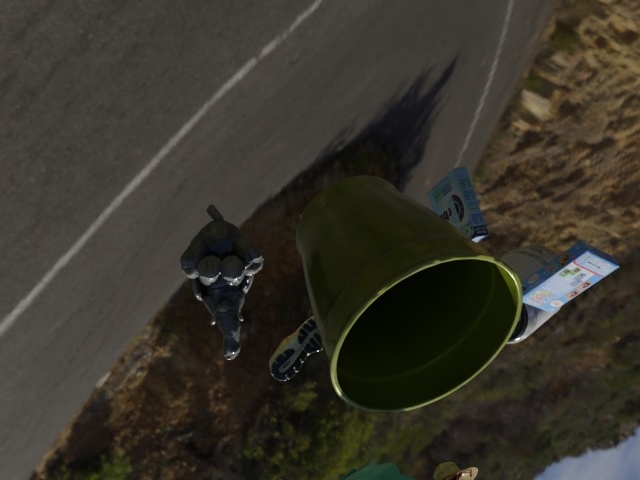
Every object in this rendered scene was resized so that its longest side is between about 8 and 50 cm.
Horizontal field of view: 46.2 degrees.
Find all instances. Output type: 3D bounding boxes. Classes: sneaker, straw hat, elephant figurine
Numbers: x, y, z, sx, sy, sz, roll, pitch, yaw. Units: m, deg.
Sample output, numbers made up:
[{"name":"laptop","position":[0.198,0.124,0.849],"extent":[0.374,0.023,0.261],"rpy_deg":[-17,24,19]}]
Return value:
[{"name":"sneaker","position":[-0.046,0.240,1.778],"extent":[0.208,0.081,0.094],"rpy_deg":[-38,-169,-13]},{"name":"straw hat","position":[0.327,0.603,1.923],"extent":[0.144,0.061,0.144],"rpy_deg":[-21,141,-18]},{"name":"elephant figurine","position":[-0.203,0.090,1.549],"extent":[0.186,0.169,0.239],"rpy_deg":[-50,155,-35]}]

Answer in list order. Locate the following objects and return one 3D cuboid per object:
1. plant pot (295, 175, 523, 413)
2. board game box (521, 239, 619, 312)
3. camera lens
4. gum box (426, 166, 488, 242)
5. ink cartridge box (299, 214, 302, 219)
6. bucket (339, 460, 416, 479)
[{"name":"plant pot","position":[0.122,0.067,1.406],"extent":[0.367,0.353,0.366],"rpy_deg":[-14,131,-17]},{"name":"board game box","position":[0.602,0.093,1.844],"extent":[0.160,0.039,0.211],"rpy_deg":[20,129,-40]},{"name":"camera lens","position":[0.561,0.149,2.137],"extent":[0.274,0.219,0.219],"rpy_deg":[-27,152,-40]},{"name":"gum box","position":[0.344,-0.069,1.899],"extent":[0.041,0.184,0.157],"rpy_deg":[-10,164,-22]},{"name":"ink cartridge box","position":[0.000,0.000,1.804],"extent":[0.143,0.090,0.092],"rpy_deg":[76,11,-56]},{"name":"bucket","position":[0.098,0.624,1.574],"extent":[0.183,0.281,0.281],"rpy_deg":[-7,132,-46]}]
